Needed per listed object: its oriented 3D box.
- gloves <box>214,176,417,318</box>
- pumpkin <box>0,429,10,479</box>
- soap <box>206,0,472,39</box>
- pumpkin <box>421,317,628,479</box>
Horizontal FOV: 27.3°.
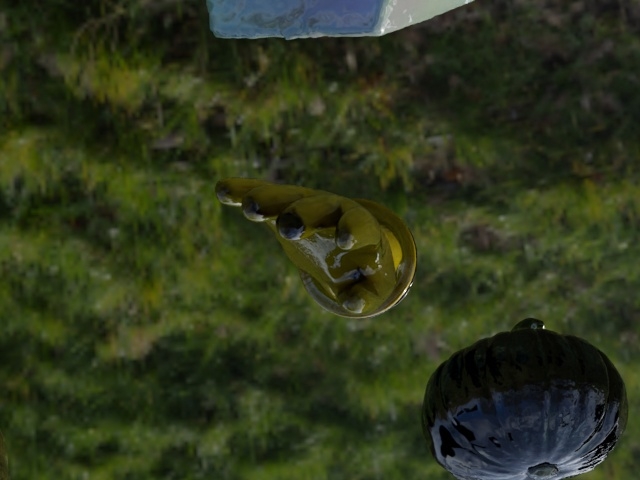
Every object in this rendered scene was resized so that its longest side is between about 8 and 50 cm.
[{"bbox_3d":[-0.001,0.000,1.134,0.133,0.116,0.294,10,176,15],"label":"gloves"},{"bbox_3d":[-0.404,0.200,1.439,0.169,0.148,0.312,2,140,28],"label":"pumpkin"},{"bbox_3d":[0.014,-0.384,0.975,0.261,0.446,0.156,7,-157,38],"label":"soap"},{"bbox_3d":[0.185,0.157,1.208,0.194,0.150,0.194,-25,146,-19],"label":"pumpkin"}]
